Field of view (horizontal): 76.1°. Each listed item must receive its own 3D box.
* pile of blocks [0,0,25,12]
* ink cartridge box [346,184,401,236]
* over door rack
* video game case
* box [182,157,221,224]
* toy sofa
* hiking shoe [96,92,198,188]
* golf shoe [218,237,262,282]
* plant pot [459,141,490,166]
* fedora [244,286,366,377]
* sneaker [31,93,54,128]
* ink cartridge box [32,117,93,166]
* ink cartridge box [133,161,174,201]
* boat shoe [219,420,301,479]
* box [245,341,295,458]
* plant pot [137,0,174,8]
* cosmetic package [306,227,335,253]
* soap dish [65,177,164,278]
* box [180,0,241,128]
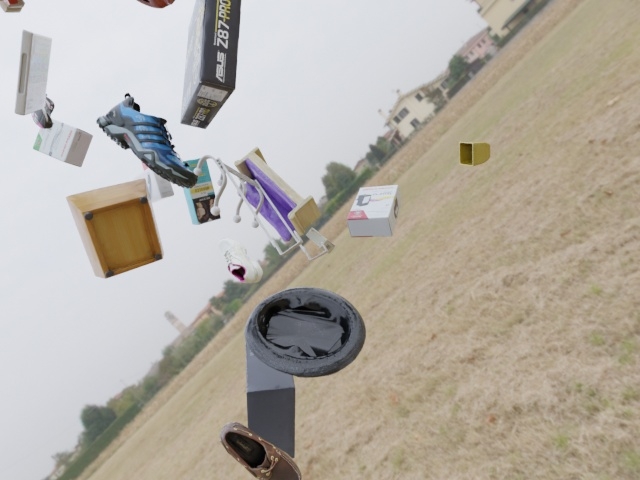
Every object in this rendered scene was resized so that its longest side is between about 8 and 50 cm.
[{"bbox_3d":[-0.769,-0.639,0.958,0.149,0.113,0.362,-32,12,0],"label":"pile of blocks"},{"bbox_3d":[0.165,-0.090,1.238,0.127,0.072,0.175,-2,38,23],"label":"ink cartridge box"},{"bbox_3d":[-0.153,-0.058,1.023,0.108,0.324,0.239,-48,-15,6],"label":"over door rack"},{"bbox_3d":[-0.781,-0.456,1.116,0.227,0.026,0.206,47,122,60],"label":"video game case"},{"bbox_3d":[-0.468,-0.190,1.578,0.100,0.244,0.060,-22,17,-37],"label":"box"},{"bbox_3d":[-0.185,-0.174,1.560,0.177,0.362,0.150,-42,-25,-9],"label":"toy sofa"},{"bbox_3d":[-0.437,-0.263,1.083,0.132,0.304,0.113,-53,3,-10],"label":"hiking shoe"},{"bbox_3d":[-0.430,0.100,2.078,0.140,0.306,0.115,-17,-35,-58],"label":"golf shoe"},{"bbox_3d":[0.545,-0.308,1.432,0.083,0.081,0.081,-11,17,-13],"label":"plant pot"},{"bbox_3d":[-0.040,0.279,1.143,0.334,0.334,0.153,-47,-35,-42],"label":"fedora"},{"bbox_3d":[-0.987,-0.478,1.464,0.072,0.178,0.077,-36,-14,30],"label":"sneaker"},{"bbox_3d":[-1.078,-0.413,1.714,0.153,0.208,0.087,-68,-20,1],"label":"ink cartridge box"},{"bbox_3d":[-0.764,-0.303,1.825,0.066,0.261,0.296,-20,9,-38],"label":"ink cartridge box"},{"bbox_3d":[-0.127,0.463,0.866,0.073,0.207,0.073,-56,3,-21],"label":"boat shoe"},{"bbox_3d":[-0.204,0.627,1.627,0.312,0.178,0.343,-115,25,-67],"label":"box"},{"bbox_3d":[-0.383,-0.736,0.981,0.265,0.272,0.272,-68,11,-19],"label":"plant pot"},{"bbox_3d":[0.000,0.000,1.572,0.041,0.060,0.115,-52,42,2],"label":"cosmetic package"},{"bbox_3d":[-0.635,-0.031,1.305,0.228,0.118,0.291,-21,-53,-29],"label":"soap dish"},{"bbox_3d":[-0.307,-0.513,1.127,0.395,0.097,0.318,-177,94,-65],"label":"box"}]
